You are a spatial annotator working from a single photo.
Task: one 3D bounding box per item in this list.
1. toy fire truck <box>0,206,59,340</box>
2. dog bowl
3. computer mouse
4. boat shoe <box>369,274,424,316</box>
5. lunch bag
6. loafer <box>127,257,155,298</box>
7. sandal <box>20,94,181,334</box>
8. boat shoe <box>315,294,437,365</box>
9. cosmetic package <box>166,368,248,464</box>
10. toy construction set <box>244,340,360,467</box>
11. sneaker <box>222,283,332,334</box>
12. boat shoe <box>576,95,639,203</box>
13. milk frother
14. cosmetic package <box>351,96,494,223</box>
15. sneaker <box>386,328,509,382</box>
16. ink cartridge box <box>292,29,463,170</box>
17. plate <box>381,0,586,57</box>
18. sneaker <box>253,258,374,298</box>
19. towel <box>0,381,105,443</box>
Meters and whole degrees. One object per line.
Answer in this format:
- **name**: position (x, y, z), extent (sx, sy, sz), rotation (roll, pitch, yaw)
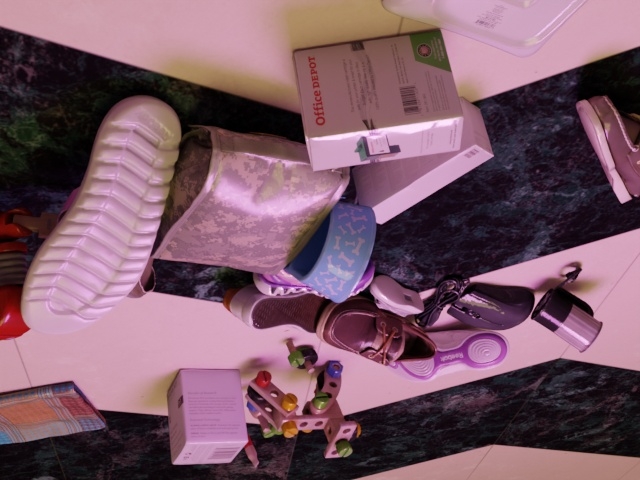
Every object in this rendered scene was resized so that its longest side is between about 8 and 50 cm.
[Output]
- **toy fire truck**: position (-0.482, 0.042, 1.539), extent (0.246, 0.217, 0.158), rotation (-15, 168, 24)
- **dog bowl**: position (0.000, 0.000, 1.597), extent (0.074, 0.165, 0.297), rotation (20, -176, -20)
- **computer mouse**: position (0.360, 0.158, 2.122), extent (0.272, 0.072, 0.188), rotation (4, 146, -22)
- **boat shoe**: position (0.149, 0.123, 2.022), extent (0.063, 0.066, 0.184), rotation (-28, 154, 27)
- **lunch bag**: position (-0.117, -0.080, 1.500), extent (0.235, 0.168, 0.287), rotation (9, 149, -29)
- **loafer**: position (-0.325, 0.023, 1.685), extent (0.088, 0.094, 0.251), rotation (-6, 149, 2)
- **sandal**: position (-0.332, -0.037, 1.474), extent (0.169, 0.102, 0.416), rotation (21, 107, -36)
- **boat shoe**: position (0.132, 0.205, 2.042), extent (0.123, 0.123, 0.342), rotation (25, -179, 42)
- **cosmetic package**: position (-0.272, 0.420, 2.273), extent (0.152, 0.183, 0.151), rotation (3, 147, -23)
- **toy construction set**: position (-0.053, 0.435, 2.250), extent (0.309, 0.237, 0.257), rotation (-43, 143, 20)
- **sneaker**: position (-0.076, 0.123, 1.950), extent (0.123, 0.105, 0.290), rotation (22, -172, 40)
- **boat shoe**: position (0.508, -0.162, 1.593), extent (0.097, 0.116, 0.324), rotation (-25, 150, 17)
- **milk frother**: position (0.560, 0.148, 2.086), extent (0.135, 0.129, 0.143), rotation (34, 149, 1)
- **cosmetic package**: position (0.164, -0.127, 1.568), extent (0.239, 0.098, 0.060), rotation (-31, 145, 33)
- **sneaker**: position (0.296, 0.269, 2.247), extent (0.305, 0.114, 0.152), rotation (-4, 177, 15)
- **ink cartridge box**: position (0.079, -0.199, 1.362), extent (0.220, 0.160, 0.092), rotation (-8, 151, 0)
- **plate**: position (0.267, -0.353, 1.271), extent (0.277, 0.045, 0.278), rotation (10, 145, -30)
- **sneaker**: position (-0.007, 0.048, 1.825), extent (0.237, 0.095, 0.104), rotation (0, 141, -13)
- **towel**: position (-0.737, 0.435, 2.313), extent (0.370, 0.040, 0.271), rotation (-10, 150, 1)
